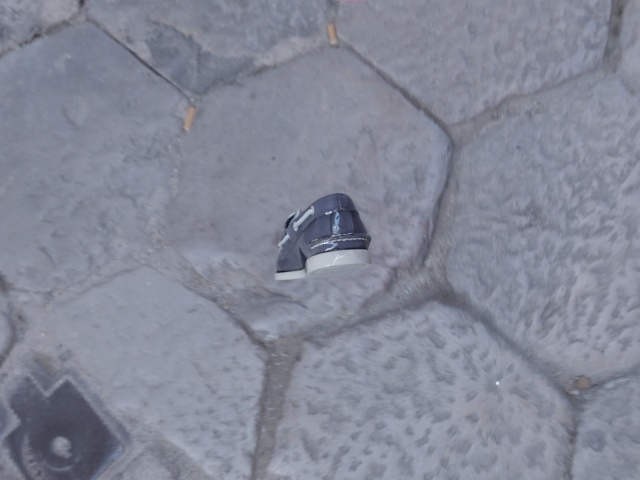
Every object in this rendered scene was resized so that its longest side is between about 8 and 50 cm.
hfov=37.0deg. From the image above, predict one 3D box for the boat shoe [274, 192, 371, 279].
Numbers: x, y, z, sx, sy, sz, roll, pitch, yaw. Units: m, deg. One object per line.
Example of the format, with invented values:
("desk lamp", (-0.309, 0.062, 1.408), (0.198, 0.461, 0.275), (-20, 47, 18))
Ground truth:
("boat shoe", (0.000, 0.000, 0.855), (0.075, 0.206, 0.065), (-6, 86, -12))
